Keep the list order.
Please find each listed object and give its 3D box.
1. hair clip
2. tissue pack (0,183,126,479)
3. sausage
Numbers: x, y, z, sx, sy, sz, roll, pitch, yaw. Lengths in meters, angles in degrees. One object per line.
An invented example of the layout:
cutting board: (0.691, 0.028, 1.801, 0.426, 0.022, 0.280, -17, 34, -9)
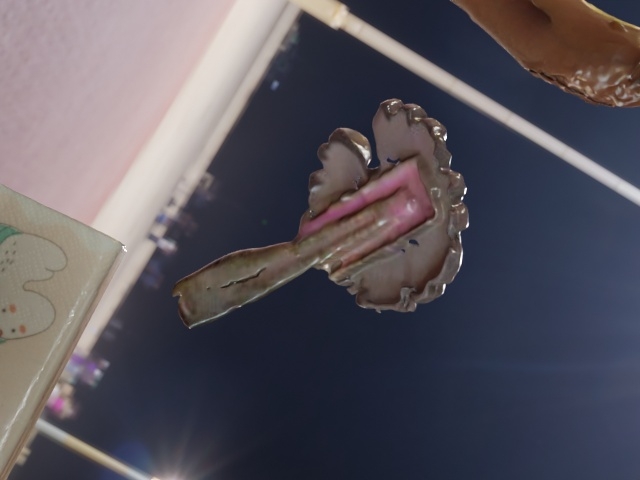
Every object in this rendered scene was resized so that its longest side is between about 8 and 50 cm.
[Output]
hair clip: (0.003, 0.001, 1.056, 0.300, 0.173, 0.069, -25, 167, 31)
tissue pack: (-0.341, 0.112, 1.227, 0.071, 0.170, 0.325, 104, 11, -75)
sausage: (0.129, -0.195, 0.937, 0.078, 0.304, 0.078, -48, 165, -17)
